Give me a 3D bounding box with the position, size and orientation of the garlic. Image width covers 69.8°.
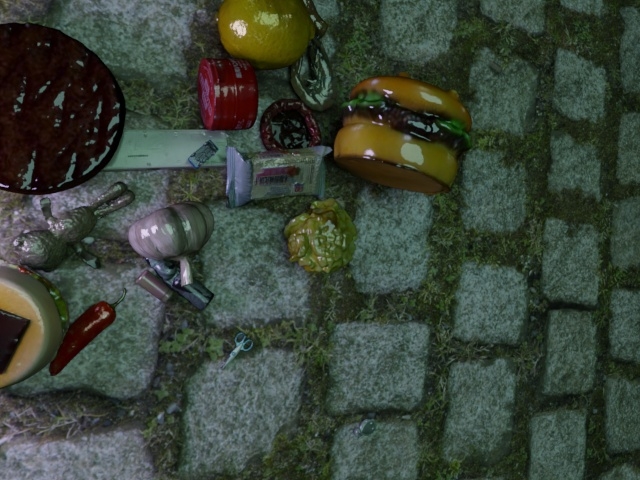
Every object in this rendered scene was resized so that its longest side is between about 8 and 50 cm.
[{"bbox_3d":[-0.365,0.013,1.189,0.218,0.218,0.212,-22,98,-23],"label":"garlic"}]

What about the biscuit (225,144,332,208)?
[{"bbox_3d":[-0.124,-0.190,1.341,0.308,0.079,0.186,-8,126,-25],"label":"biscuit"}]

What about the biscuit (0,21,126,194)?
[{"bbox_3d":[-0.681,-0.309,1.095,0.406,0.091,0.408,1,86,-14],"label":"biscuit"}]

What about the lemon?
[{"bbox_3d":[-0.151,-0.595,1.280,0.288,0.233,0.234,-5,91,-20],"label":"lemon"}]

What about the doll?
[{"bbox_3d":[-0.612,-0.046,1.139,0.286,0.091,0.202,-60,144,-2],"label":"doll"}]

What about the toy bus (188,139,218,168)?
[{"bbox_3d":[-0.320,-0.233,1.246,0.083,0.046,0.038,-47,107,-20],"label":"toy bus"}]

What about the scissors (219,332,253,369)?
[{"bbox_3d":[-0.250,0.325,1.331,0.058,0.014,0.119,47,69,-12],"label":"scissors"}]

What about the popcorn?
[{"bbox_3d":[-0.003,-0.012,1.358,0.234,0.181,0.217,-13,93,-28],"label":"popcorn"}]

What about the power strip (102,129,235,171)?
[{"bbox_3d":[-0.413,-0.248,1.254,0.367,0.043,0.106,-6,92,-24],"label":"power strip"}]

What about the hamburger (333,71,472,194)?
[{"bbox_3d":[0.234,-0.319,1.363,0.395,0.395,0.278,19,88,-23],"label":"hamburger"}]

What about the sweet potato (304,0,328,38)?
[{"bbox_3d":[-0.110,-0.780,1.372,0.385,0.109,0.109,38,75,-25],"label":"sweet potato"}]

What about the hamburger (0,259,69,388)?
[{"bbox_3d":[-0.734,0.196,1.035,0.301,0.170,0.302,-1,92,-19],"label":"hamburger"}]

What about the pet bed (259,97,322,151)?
[{"bbox_3d":[-0.091,-0.335,1.395,0.201,0.053,0.202,2,84,-21],"label":"pet bed"}]

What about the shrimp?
[{"bbox_3d":[-0.034,-0.526,1.424,0.145,0.059,0.255,-25,104,-13],"label":"shrimp"}]

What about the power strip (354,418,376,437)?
[{"bbox_3d":[0.149,0.615,1.494,0.083,0.035,0.055,-18,96,-26],"label":"power strip"}]

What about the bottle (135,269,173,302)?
[{"bbox_3d":[-0.445,0.123,1.233,0.096,0.045,0.045,43,73,-20],"label":"bottle"}]

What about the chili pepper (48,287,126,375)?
[{"bbox_3d":[-0.592,0.225,1.158,0.071,0.063,0.272,42,76,-5],"label":"chili pepper"}]

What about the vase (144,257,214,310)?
[{"bbox_3d":[-0.389,0.107,1.249,0.211,0.060,0.060,40,74,-13],"label":"vase"}]

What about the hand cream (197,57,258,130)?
[{"bbox_3d":[-0.254,-0.395,1.248,0.125,0.193,0.193,-10,93,-27],"label":"hand cream"}]
